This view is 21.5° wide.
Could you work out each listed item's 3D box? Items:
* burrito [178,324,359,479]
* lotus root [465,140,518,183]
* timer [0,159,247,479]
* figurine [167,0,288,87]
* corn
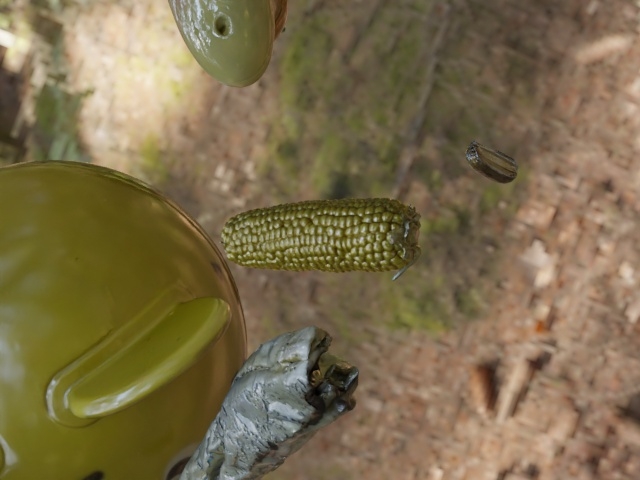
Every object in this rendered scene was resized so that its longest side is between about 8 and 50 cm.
[{"bbox_3d":[-0.032,0.111,0.994,0.229,0.063,0.058,123,160,-51],"label":"burrito"},{"bbox_3d":[0.210,-0.091,2.087,0.030,0.083,0.037,-33,49,37],"label":"lotus root"},{"bbox_3d":[-0.231,0.114,1.437,0.376,0.376,0.387,-62,11,16],"label":"timer"},{"bbox_3d":[-0.105,-0.290,1.805,0.222,0.124,0.324,65,-170,-57],"label":"figurine"},{"bbox_3d":[0.001,-0.005,2.038,0.260,0.091,0.091,-3,53,27],"label":"corn"}]
